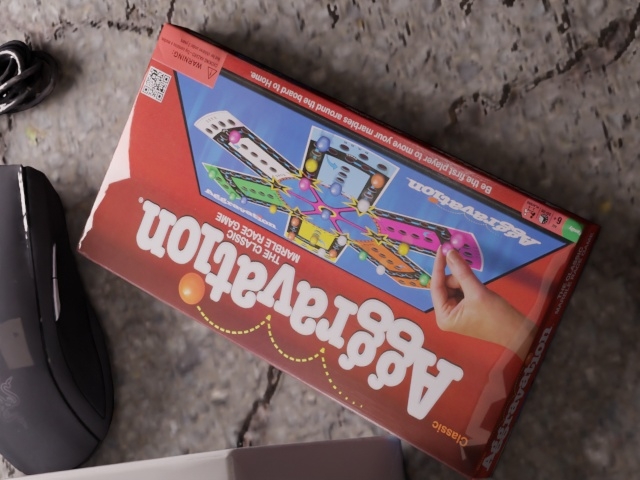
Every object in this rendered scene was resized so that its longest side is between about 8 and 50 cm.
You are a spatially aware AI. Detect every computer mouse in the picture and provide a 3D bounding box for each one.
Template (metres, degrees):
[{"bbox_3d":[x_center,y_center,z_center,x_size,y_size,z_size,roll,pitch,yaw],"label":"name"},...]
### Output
[{"bbox_3d":[-0.225,0.022,1.133,0.184,0.060,0.262,-17,79,27],"label":"computer mouse"}]

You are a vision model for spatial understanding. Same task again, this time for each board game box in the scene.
[{"bbox_3d":[0.000,0.000,1.026,0.281,0.027,0.145,27,102,28],"label":"board game box"}]

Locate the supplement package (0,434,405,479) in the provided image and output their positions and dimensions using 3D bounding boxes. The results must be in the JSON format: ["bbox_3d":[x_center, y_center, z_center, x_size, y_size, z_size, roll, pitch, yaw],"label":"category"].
[{"bbox_3d":[-0.113,0.206,0.990,0.293,0.177,0.175,-11,82,29],"label":"supplement package"}]
